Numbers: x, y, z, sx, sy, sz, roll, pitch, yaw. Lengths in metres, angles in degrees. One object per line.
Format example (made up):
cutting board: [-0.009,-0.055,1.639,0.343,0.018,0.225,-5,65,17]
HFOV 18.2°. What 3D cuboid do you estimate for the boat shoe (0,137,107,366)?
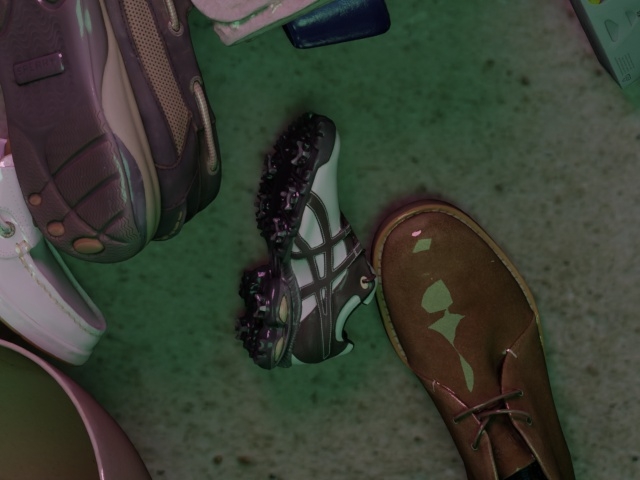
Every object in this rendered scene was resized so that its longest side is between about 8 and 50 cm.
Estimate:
boat shoe: [-0.223,-0.034,1.359,0.096,0.098,0.277,-37,111,4]

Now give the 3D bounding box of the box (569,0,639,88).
box: [0.261,-0.204,1.394,0.186,0.038,0.145,-36,145,2]

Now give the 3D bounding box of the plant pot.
plant pot: [-0.216,0.225,1.389,0.284,0.284,0.191,-47,148,7]

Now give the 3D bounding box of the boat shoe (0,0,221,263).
boat shoe: [-0.153,-0.166,1.320,0.130,0.132,0.355,-19,102,-47]

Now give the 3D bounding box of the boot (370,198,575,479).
boot: [0.129,0.111,1.478,0.112,0.115,0.305,-24,111,1]

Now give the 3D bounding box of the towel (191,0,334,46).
towel: [-0.040,-0.279,1.243,0.187,0.049,0.282,-22,95,19]

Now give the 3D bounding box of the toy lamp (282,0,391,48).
toy lamp: [0.097,-0.209,1.376,0.274,0.080,0.080,-24,113,-4]

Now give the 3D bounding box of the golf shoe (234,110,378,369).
golf shoe: [0.000,0.000,1.437,0.094,0.077,0.198,3,118,-19]
